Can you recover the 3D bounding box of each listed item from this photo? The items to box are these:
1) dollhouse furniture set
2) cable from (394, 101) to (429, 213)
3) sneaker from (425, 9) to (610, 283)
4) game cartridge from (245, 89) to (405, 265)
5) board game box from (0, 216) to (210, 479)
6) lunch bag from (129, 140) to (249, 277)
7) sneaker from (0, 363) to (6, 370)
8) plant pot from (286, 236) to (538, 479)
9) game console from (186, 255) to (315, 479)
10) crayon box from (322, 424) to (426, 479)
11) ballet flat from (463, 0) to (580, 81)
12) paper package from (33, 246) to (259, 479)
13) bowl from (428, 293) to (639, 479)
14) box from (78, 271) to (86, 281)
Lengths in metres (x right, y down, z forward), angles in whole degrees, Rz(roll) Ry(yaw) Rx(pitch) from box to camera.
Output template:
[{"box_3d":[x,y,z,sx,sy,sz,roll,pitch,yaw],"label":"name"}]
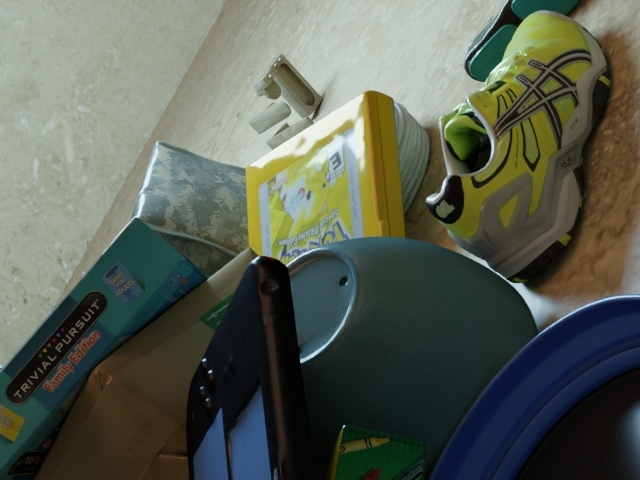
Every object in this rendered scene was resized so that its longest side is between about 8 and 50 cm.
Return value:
[{"box_3d":[-0.037,-0.251,2.242,0.123,0.144,0.151,-25,24,50],"label":"dollhouse furniture set"},{"box_3d":[0.052,-0.085,1.826,0.257,0.089,0.257,-48,21,28],"label":"cable"},{"box_3d":[0.219,-0.139,1.414,0.145,0.147,0.385,-41,25,44],"label":"sneaker"},{"box_3d":[0.000,0.000,1.683,0.285,0.052,0.324,-29,55,44],"label":"game cartridge"},{"box_3d":[-0.275,0.141,1.492,0.336,0.079,0.254,-49,-9,-5],"label":"board game box"},{"box_3d":[-0.146,0.003,1.909,0.235,0.287,0.169,-85,14,-54],"label":"lunch bag"},{"box_3d":[-0.450,0.261,1.855,0.293,0.102,0.146,-14,62,49],"label":"sneaker"},{"box_3d":[0.045,0.110,1.269,0.290,0.195,0.290,-25,46,30],"label":"plant pot"},{"box_3d":[-0.062,0.253,1.110,0.342,0.060,0.387,112,153,-60],"label":"game console"},{"box_3d":[0.022,0.316,1.158,0.278,0.081,0.165,104,178,-48],"label":"crayon box"},{"box_3d":[0.263,-0.293,1.651,0.213,0.072,0.068,-44,20,36],"label":"ballet flat"},{"box_3d":[-0.165,0.213,1.541,0.325,0.168,0.309,-38,-14,-50],"label":"paper package"},{"box_3d":[0.207,0.230,1.006,0.391,0.077,0.391,-48,23,27],"label":"bowl"},{"box_3d":[-0.289,0.238,1.901,0.290,0.177,0.279,28,94,55],"label":"box"}]
